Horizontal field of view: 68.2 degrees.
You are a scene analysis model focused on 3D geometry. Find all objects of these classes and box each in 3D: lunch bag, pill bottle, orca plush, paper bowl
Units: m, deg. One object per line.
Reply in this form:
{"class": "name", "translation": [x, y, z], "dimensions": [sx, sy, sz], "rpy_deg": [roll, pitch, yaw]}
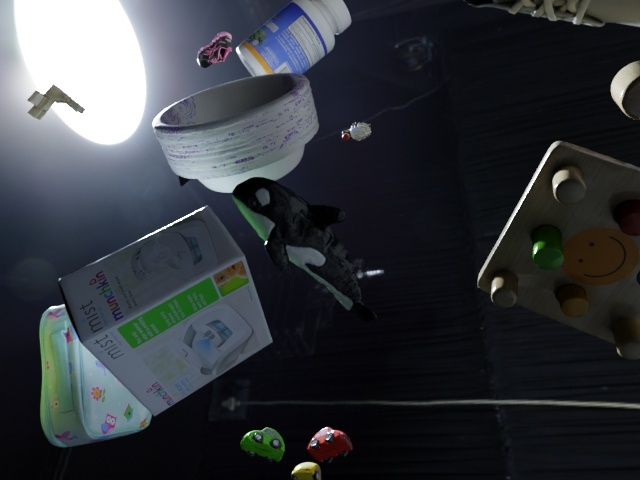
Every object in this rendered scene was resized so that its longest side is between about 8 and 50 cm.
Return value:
{"class": "lunch bag", "translation": [-0.445, 0.251, 0.936], "dimensions": [0.224, 0.108, 0.279], "rpy_deg": [39, -145, -69]}
{"class": "pill bottle", "translation": [-0.062, -0.504, 1.188], "dimensions": [0.152, 0.272, 0.152], "rpy_deg": [50, 180, 1]}
{"class": "orca plush", "translation": [0.000, 0.000, 0.717], "dimensions": [0.287, 0.102, 0.151], "rpy_deg": [52, -155, 3]}
{"class": "paper bowl", "translation": [-0.142, -0.193, 0.865], "dimensions": [0.284, 0.284, 0.148], "rpy_deg": [-76, -26, -55]}

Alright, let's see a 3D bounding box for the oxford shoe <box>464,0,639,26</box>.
{"class": "oxford shoe", "translation": [0.323, -0.350, 0.624], "dimensions": [0.130, 0.449, 0.169], "rpy_deg": [-55, -22, -9]}

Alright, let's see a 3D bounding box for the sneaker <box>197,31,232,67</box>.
{"class": "sneaker", "translation": [-0.262, -0.464, 1.182], "dimensions": [0.047, 0.119, 0.057], "rpy_deg": [-4, -111, -52]}

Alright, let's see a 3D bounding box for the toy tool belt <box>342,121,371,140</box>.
{"class": "toy tool belt", "translation": [0.104, -0.314, 1.359], "dimensions": [0.051, 0.083, 0.052], "rpy_deg": [-78, -32, -59]}

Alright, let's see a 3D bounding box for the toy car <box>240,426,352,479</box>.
{"class": "toy car", "translation": [-0.065, 0.470, 1.061], "dimensions": [0.053, 0.225, 0.239], "rpy_deg": [-74, 5, -60]}

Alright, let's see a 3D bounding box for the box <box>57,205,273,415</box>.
{"class": "box", "translation": [-0.220, 0.114, 0.731], "dimensions": [0.127, 0.231, 0.262], "rpy_deg": [47, 157, 33]}

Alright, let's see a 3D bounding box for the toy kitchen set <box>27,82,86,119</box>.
{"class": "toy kitchen set", "translation": [-0.566, -0.280, 1.004], "dimensions": [0.075, 0.083, 0.068], "rpy_deg": [40, 176, -11]}

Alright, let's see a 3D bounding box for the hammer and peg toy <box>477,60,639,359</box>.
{"class": "hammer and peg toy", "translation": [0.403, -0.021, 0.621], "dimensions": [0.127, 0.266, 0.361], "rpy_deg": [-55, -15, -53]}

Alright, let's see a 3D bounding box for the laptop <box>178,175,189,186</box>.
{"class": "laptop", "translation": [-0.312, -0.289, 1.476], "dimensions": [0.264, 0.136, 0.234], "rpy_deg": [-49, -15, -31]}
